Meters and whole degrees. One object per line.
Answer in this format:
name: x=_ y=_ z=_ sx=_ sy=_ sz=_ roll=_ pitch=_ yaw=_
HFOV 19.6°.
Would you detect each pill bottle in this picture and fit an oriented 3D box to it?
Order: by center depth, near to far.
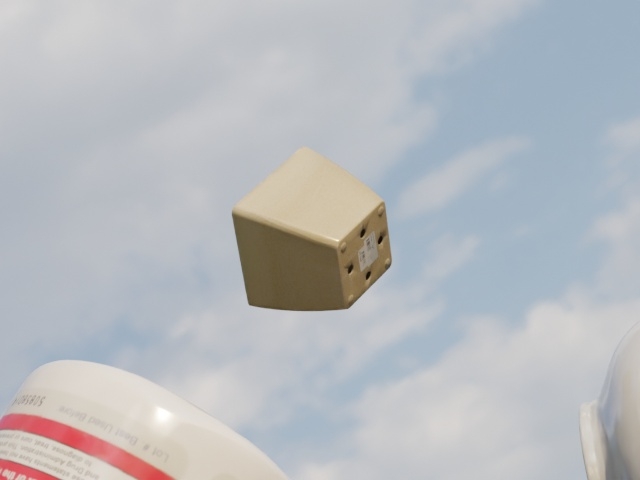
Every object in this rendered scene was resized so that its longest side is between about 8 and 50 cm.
pill bottle: x=-0.193 y=0.301 z=1.217 sx=0.407 sy=0.229 sz=0.229 roll=-59 pitch=-13 yaw=-23

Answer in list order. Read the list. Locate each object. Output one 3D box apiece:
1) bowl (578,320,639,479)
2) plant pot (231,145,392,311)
bowl: x=0.287 y=0.184 z=1.475 sx=0.134 sy=0.297 sz=0.298 roll=-13 pitch=-19 yaw=13
plant pot: x=0.000 y=0.000 z=1.595 sx=0.109 sy=0.096 sz=0.109 roll=-43 pitch=-42 yaw=-37
